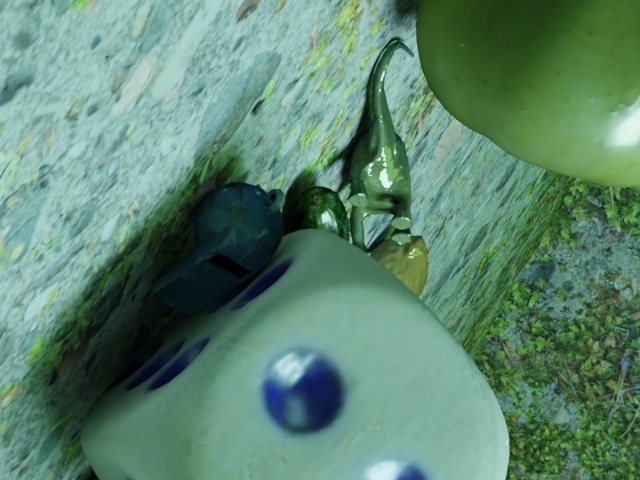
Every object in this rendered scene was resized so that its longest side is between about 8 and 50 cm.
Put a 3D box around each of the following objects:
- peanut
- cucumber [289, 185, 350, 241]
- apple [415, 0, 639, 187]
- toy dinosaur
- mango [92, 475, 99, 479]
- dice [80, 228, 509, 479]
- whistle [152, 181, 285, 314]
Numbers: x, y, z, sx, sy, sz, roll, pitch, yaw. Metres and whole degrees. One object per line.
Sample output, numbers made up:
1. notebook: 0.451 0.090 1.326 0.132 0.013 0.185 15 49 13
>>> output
1. peanut: 0.067 0.102 2.150 0.263 0.101 0.117 -59 -169 5
2. cucumber: 0.000 0.001 1.739 0.074 0.074 0.241 -51 164 -20
3. apple: 0.280 -0.239 1.570 0.357 0.357 0.357 -51 166 -19
4. toy dinosaur: 0.066 -0.075 1.772 0.363 0.076 0.147 91 -2 -61
5. mango: -0.156 0.286 1.683 0.109 0.157 0.262 -12 -170 43
6. dice: -0.023 0.193 1.453 0.304 0.304 0.277 -43 -169 -19
7. whistle: -0.089 -0.004 1.429 0.158 0.090 0.090 -33 180 32
